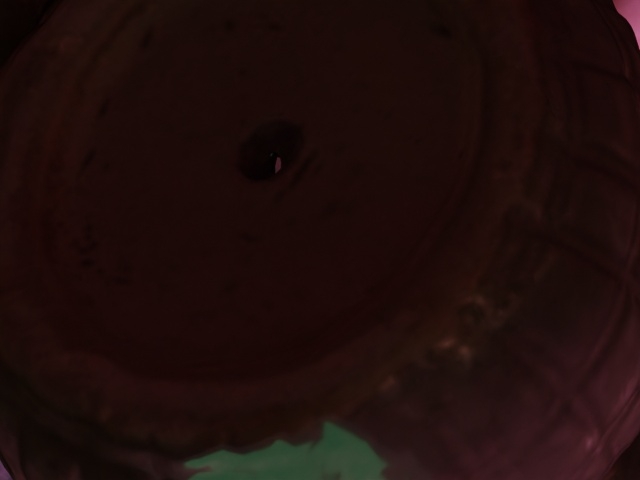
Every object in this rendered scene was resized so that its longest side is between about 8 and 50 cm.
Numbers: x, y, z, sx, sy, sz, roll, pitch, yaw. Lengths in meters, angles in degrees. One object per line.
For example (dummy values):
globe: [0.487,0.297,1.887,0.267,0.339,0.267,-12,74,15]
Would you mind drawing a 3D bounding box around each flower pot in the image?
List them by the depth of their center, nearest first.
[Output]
flower pot: [0.000,0.000,0.616,0.301,0.302,0.213,-4,152,20]

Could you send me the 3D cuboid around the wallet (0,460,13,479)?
wallet: [-0.146,0.146,0.819,0.237,0.342,0.075,25,-177,-15]
